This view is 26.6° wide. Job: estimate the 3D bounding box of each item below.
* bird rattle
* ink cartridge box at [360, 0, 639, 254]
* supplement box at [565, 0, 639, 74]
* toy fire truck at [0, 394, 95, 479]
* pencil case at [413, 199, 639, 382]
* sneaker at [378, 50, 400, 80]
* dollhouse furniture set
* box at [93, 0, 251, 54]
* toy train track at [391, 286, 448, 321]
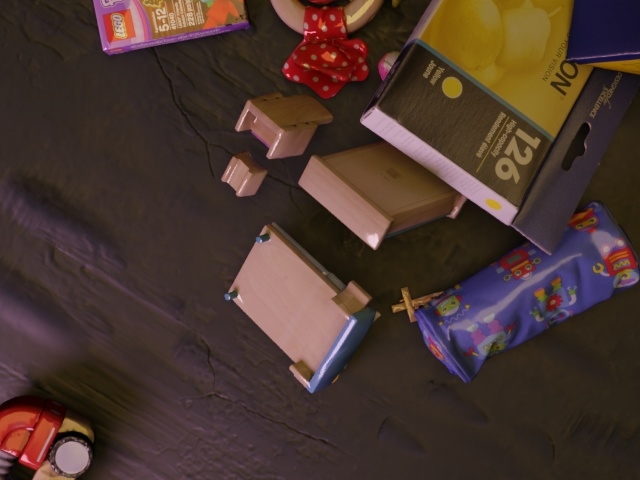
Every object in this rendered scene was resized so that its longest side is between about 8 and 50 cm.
[{"bbox_3d":[0.022,-0.330,1.815,0.207,0.143,0.253,43,103,12],"label":"bird rattle"},{"bbox_3d":[0.250,-0.191,1.727,0.307,0.072,0.303,33,70,-9],"label":"ink cartridge box"},{"bbox_3d":[0.517,-0.296,1.690,0.356,0.195,0.194,6,92,-21],"label":"supplement box"},{"bbox_3d":[-0.444,0.293,1.797,0.246,0.158,0.217,27,91,-10],"label":"toy fire truck"},{"bbox_3d":[0.277,0.071,1.790,0.306,0.119,0.133,-31,128,0],"label":"pencil case"},{"bbox_3d":[0.195,-0.189,1.806,0.252,0.103,0.111,31,86,-5],"label":"sneaker"},{"bbox_3d":[0.000,0.000,1.820,0.286,0.198,0.303,42,123,22],"label":"dollhouse furniture set"},{"bbox_3d":[-0.220,-0.413,1.826,0.201,0.057,0.293,-12,90,1],"label":"box"},{"bbox_3d":[0.137,0.083,1.843,0.083,0.014,0.048,-15,82,-5],"label":"toy train track"}]
